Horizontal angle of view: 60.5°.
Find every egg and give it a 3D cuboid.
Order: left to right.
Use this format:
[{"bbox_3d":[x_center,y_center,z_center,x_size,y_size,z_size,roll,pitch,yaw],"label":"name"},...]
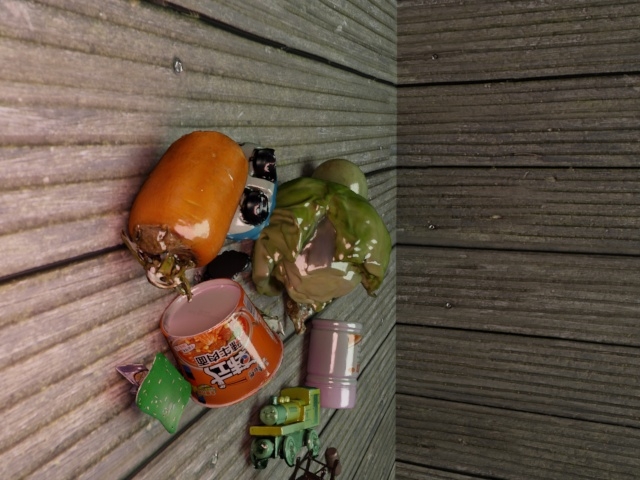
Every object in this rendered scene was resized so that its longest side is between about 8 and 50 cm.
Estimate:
[{"bbox_3d":[0.066,-0.166,2.017,0.295,0.218,0.218,81,22,-51],"label":"egg"}]

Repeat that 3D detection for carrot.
[{"bbox_3d":[-0.284,-0.045,1.115,0.193,0.214,0.331,37,49,-32],"label":"carrot"}]

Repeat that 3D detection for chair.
[{"bbox_3d":[-0.040,0.760,1.649,0.106,0.113,0.229,8,98,-63],"label":"chair"}]

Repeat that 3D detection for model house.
[{"bbox_3d":[-0.350,0.307,1.122,0.167,0.088,0.117,66,33,-48],"label":"model house"}]

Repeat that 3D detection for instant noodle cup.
[{"bbox_3d":[-0.229,0.218,1.247,0.250,0.250,0.192,-63,141,-48],"label":"instant noodle cup"}]

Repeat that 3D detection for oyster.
[{"bbox_3d":[-0.187,0.311,1.584,0.214,0.083,0.223,50,51,-57],"label":"oyster"},{"bbox_3d":[-0.059,0.113,1.916,0.204,0.111,0.396,52,42,-35],"label":"oyster"}]

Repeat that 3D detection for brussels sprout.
[{"bbox_3d":[-0.006,-0.010,1.677,0.342,0.425,0.361,-50,-143,41],"label":"brussels sprout"}]

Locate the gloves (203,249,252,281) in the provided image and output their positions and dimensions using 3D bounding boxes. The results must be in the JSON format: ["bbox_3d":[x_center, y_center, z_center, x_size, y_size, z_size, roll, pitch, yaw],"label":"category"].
[{"bbox_3d":[-0.241,0.096,1.419,0.180,0.106,0.129,116,-10,-62],"label":"gloves"}]

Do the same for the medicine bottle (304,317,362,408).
[{"bbox_3d":[0.048,0.459,2.073,0.202,0.202,0.316,28,67,-68],"label":"medicine bottle"}]

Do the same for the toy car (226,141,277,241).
[{"bbox_3d":[-0.198,-0.112,1.350,0.190,0.188,0.255,70,24,-66],"label":"toy car"}]

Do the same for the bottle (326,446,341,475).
[{"bbox_3d":[0.058,0.958,2.377,0.053,0.053,0.140,-60,146,-52],"label":"bottle"}]

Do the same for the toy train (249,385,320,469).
[{"bbox_3d":[-0.110,0.590,1.754,0.369,0.150,0.237,34,53,-67],"label":"toy train"}]
